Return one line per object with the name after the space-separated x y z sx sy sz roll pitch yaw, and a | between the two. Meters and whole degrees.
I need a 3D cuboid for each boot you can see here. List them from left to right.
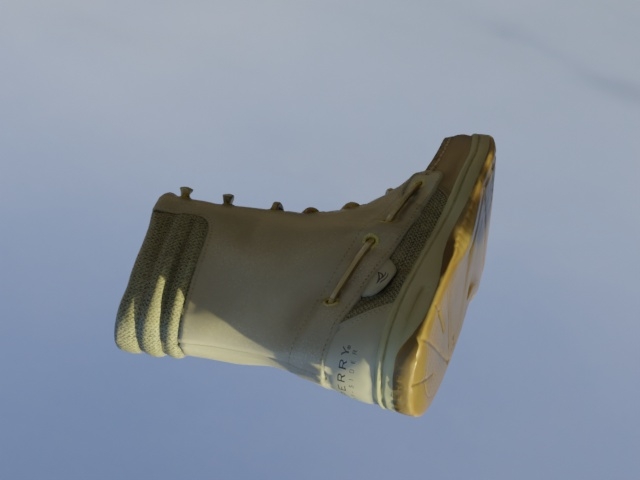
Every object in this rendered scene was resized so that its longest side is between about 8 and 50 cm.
0.000 0.000 0.787 0.165 0.077 0.213 8 -144 15 | boot
